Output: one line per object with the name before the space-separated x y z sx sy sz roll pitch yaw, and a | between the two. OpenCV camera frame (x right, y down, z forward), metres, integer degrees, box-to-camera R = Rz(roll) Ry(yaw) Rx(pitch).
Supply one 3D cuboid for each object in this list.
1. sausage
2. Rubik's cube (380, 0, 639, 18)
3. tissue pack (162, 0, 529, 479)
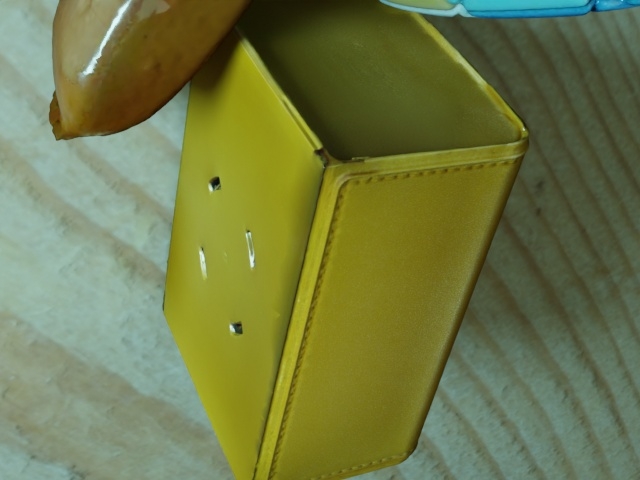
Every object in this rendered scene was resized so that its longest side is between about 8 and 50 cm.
sausage | -0.048 -0.190 0.545 0.094 0.097 0.348 19 119 -31
Rubik's cube | 0.105 -0.226 0.568 0.254 0.254 0.255 -15 135 -15
tissue pack | 0.000 0.000 0.682 0.145 0.194 0.275 -9 134 -27
